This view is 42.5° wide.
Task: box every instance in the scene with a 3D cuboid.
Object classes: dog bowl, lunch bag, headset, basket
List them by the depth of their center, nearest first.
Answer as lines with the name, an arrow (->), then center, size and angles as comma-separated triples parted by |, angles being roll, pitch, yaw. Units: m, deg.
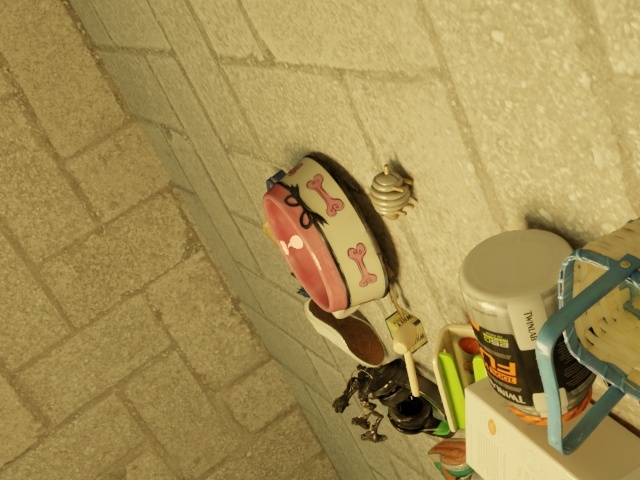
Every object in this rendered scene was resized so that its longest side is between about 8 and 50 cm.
basket -> 0.393, 0.121, 1.083 | 0.201, 0.289, 0.254 | 38, 157, 43
dog bowl -> 0.000, 0.000, 2.053 | 0.408, 0.150, 0.408 | 55, 166, 21
lunch bag -> -0.115, -0.141, 2.309 | 0.067, 0.065, 0.098 | 46, 160, 28
headset -> 0.212, 0.462, 2.329 | 0.394, 0.185, 0.243 | 11, 141, 48

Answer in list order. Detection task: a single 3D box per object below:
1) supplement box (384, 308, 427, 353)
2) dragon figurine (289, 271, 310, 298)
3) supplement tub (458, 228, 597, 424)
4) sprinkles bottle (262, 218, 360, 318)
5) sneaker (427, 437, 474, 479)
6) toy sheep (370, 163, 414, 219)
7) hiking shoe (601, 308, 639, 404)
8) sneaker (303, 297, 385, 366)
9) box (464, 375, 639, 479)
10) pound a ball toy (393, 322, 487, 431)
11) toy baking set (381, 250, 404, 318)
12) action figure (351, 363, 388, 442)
supplement box -> 0.222, 0.234, 2.126 | 0.083, 0.056, 0.083 | 33, 152, 51
dragon figurine -> -0.009, 0.155, 2.537 | 0.144, 0.085, 0.289 | 40, 156, 41
supplement tub -> 0.360, 0.153, 1.393 | 0.193, 0.194, 0.316 | 31, 151, 52
sprinkles bottle -> -0.018, 0.056, 2.319 | 0.355, 0.121, 0.121 | 48, 161, 22
sneaker -> 0.400, 0.639, 2.335 | 0.121, 0.108, 0.302 | 53, 171, 3
toy sheep -> 0.144, -0.099, 1.686 | 0.091, 0.091, 0.132 | 36, 140, 47
hiking shoe -> 0.487, 0.208, 1.289 | 0.086, 0.114, 0.226 | 26, 146, 58
sneaker -> 0.070, 0.268, 2.463 | 0.290, 0.106, 0.123 | 43, 162, -3
box -> 0.452, 0.421, 1.589 | 0.345, 0.168, 0.215 | 39, 143, 50
pound a ball toy -> 0.300, 0.289, 1.836 | 0.208, 0.135, 0.319 | 1, 134, 24
toy baking set -> 0.146, 0.071, 2.080 | 0.256, 0.030, 0.196 | 54, 170, 26
action figure -> 0.175, 0.488, 2.595 | 0.164, 0.141, 0.275 | -137, 46, -56
